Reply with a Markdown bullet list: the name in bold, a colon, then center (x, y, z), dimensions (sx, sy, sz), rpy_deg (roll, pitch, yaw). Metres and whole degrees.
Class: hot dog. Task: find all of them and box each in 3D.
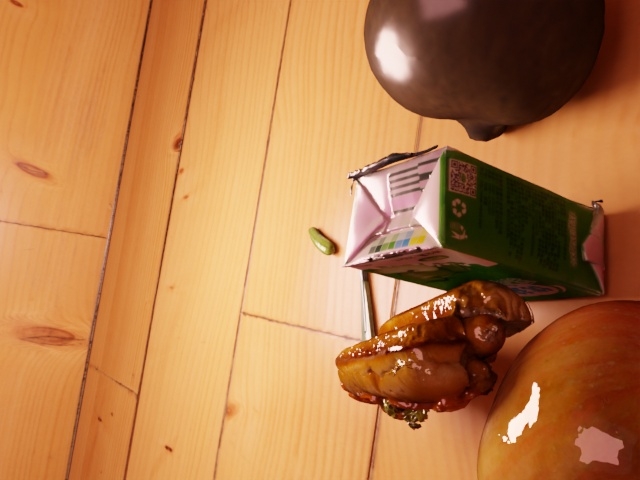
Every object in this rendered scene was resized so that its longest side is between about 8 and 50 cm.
- **hot dog**: center (0.121, 0.144, 0.745), dimensions (0.117, 0.158, 0.349), rpy_deg (58, 160, 6)

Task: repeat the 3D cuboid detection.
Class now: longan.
- **longan**: center (0.191, -0.259, 0.778), dimensions (0.300, 0.243, 0.300), rpy_deg (42, 149, 33)

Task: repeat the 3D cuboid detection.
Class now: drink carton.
- **drink carton**: center (0.172, -0.007, 0.692), dimensions (0.161, 0.271, 0.108), rpy_deg (-13, 68, 53)

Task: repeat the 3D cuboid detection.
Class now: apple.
- **apple**: center (0.268, 0.190, 0.561), dimensions (0.241, 0.242, 0.242), rpy_deg (-62, 36, 42)

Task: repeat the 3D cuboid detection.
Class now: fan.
- **fan**: center (0.072, 0.103, 1.024), dimensions (0.038, 0.016, 0.193), rpy_deg (-29, 58, 50)

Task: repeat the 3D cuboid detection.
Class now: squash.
- **squash**: center (-0.001, 0.001, 1.148), dimensions (0.089, 0.027, 0.027), rpy_deg (44, 116, 52)
